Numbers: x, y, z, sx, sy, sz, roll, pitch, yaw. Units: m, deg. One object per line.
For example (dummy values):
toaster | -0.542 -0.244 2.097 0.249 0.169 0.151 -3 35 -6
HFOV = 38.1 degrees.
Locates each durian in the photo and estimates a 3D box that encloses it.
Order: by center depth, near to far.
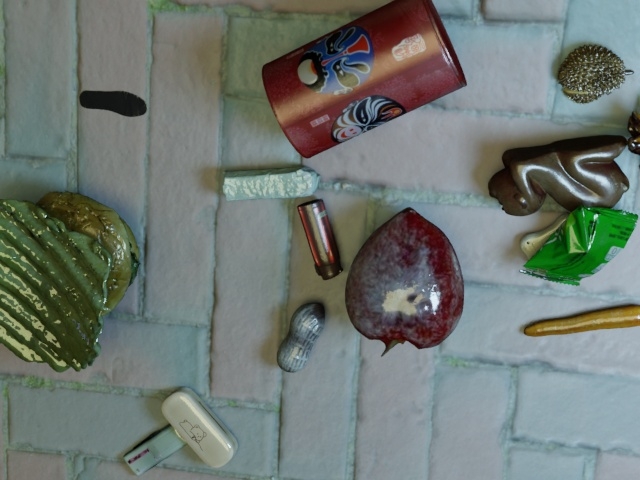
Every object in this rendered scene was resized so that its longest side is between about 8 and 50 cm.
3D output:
durian | 0.514 -0.308 1.719 0.140 0.071 0.110 -3 102 7

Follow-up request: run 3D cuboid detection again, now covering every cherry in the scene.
cherry | 0.167 0.084 1.808 0.230 0.203 0.300 7 95 18

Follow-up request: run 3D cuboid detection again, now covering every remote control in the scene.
remote control | 0.456 0.001 1.817 0.122 0.032 0.074 -30 97 16
remote control | -0.373 0.471 2.095 0.166 0.029 0.065 -36 94 17

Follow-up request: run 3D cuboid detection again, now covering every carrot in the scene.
carrot | 0.526 0.162 1.834 0.248 0.043 0.043 -10 100 15

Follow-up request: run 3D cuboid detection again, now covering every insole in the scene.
insole | -0.437 -0.290 1.955 0.153 0.002 0.053 6 103 10

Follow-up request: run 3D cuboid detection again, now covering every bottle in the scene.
bottle | 0.000 0.000 1.900 0.060 0.060 0.164 -15 99 15

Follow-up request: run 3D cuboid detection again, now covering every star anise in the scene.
star anise | 0.650 -0.152 1.687 0.234 0.177 0.073 36 147 4

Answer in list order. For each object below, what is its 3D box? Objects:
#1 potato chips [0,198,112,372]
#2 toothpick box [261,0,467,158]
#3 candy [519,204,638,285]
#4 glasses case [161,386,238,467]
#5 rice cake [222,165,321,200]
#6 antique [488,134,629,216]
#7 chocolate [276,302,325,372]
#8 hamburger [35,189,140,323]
potato chips | -0.591 0.114 1.905 0.389 0.097 0.373 22 119 16
toothpick box | 0.082 -0.311 1.739 0.333 0.204 0.204 -24 96 15
candy | 0.489 0.015 1.750 0.141 0.078 0.203 23 129 -13
glasses case | -0.267 0.413 2.050 0.083 0.050 0.196 -42 92 19
rice cake | -0.105 -0.115 1.891 0.207 0.069 0.063 -3 102 11
antique | 0.448 -0.112 1.754 0.257 0.121 0.143 -7 110 6
chocolate | -0.041 0.203 1.947 0.072 0.072 0.167 27 109 5
hamburger | -0.524 0.038 1.977 0.266 0.134 0.284 23 106 6
